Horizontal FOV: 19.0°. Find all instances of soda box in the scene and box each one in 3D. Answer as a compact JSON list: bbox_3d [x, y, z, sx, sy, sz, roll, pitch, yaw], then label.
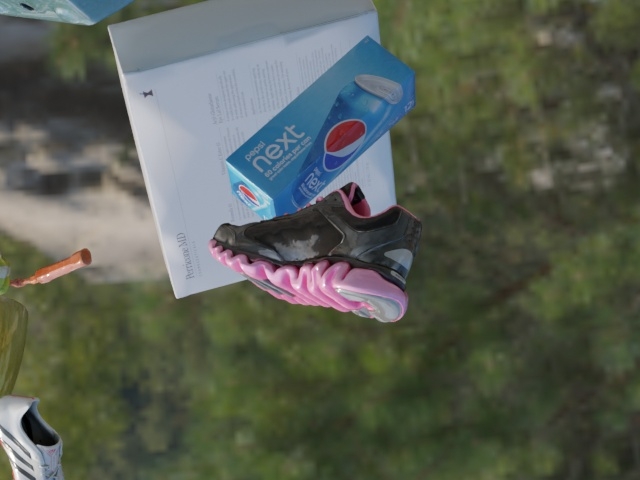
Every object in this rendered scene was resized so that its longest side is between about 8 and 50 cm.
[{"bbox_3d":[0.003,-0.111,1.964,0.210,0.071,0.067,-43,157,-18],"label":"soda box"}]

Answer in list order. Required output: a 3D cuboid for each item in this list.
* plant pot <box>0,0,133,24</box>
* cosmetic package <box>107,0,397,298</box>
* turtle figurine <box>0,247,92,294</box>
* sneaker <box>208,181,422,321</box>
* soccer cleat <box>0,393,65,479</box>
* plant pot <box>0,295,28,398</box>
[{"bbox_3d":[-0.255,-0.348,1.806,0.247,0.252,0.248,12,162,38],"label":"plant pot"},{"bbox_3d":[-0.068,-0.117,2.196,0.284,0.097,0.377,-16,139,-8],"label":"cosmetic package"},{"bbox_3d":[-0.302,0.005,1.251,0.269,0.087,0.217,11,-155,34],"label":"turtle figurine"},{"bbox_3d":[0.000,0.000,0.871,0.119,0.057,0.047,11,166,42],"label":"sneaker"},{"bbox_3d":[-0.151,0.121,1.035,0.036,0.083,0.029,-12,-164,35],"label":"soccer cleat"},{"bbox_3d":[-0.280,0.103,1.410,0.134,0.095,0.134,-6,161,-2],"label":"plant pot"}]
